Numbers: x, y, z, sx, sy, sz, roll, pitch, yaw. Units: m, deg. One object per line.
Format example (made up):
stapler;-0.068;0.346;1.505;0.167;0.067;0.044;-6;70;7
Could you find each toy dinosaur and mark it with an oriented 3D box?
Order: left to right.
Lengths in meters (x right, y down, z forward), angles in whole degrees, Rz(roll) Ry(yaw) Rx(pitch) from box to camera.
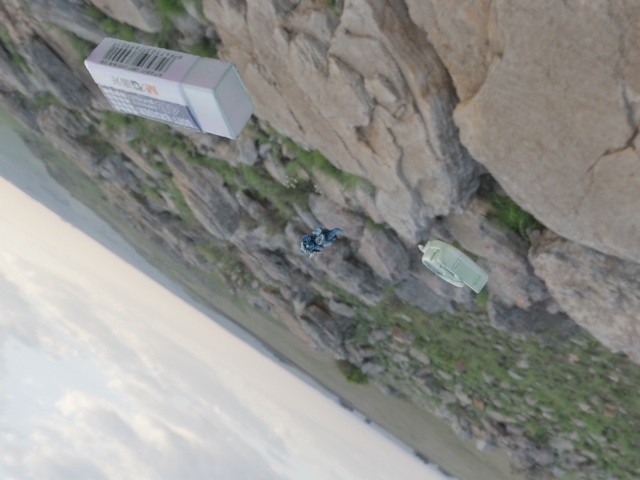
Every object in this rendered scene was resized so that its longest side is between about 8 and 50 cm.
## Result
toy dinosaur;0.000;0.000;1.009;0.047;0.083;0.031;5;-124;-52

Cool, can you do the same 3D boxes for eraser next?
eraser;-0.274;-0.278;1.054;0.287;0.086;0.130;17;156;22

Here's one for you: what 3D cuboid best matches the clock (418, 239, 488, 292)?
clock;0.328;0.061;1.485;0.151;0.062;0.191;36;175;-18
